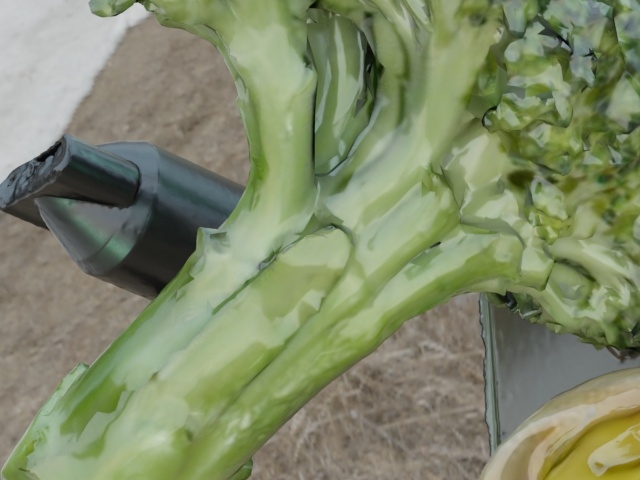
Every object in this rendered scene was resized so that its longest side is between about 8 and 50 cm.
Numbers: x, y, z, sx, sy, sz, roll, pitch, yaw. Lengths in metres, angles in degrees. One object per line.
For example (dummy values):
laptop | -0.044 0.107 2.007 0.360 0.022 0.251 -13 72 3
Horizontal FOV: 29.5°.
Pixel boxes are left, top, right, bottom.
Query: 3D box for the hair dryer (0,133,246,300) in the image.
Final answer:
hair dryer | -0.145 0.080 0.921 0.116 0.244 0.302 -4 68 54

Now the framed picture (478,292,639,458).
framed picture | 0.201 0.040 0.813 0.192 0.018 0.265 -4 85 19

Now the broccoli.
broccoli | 0.035 0.007 0.664 0.353 0.397 0.275 13 6 -5

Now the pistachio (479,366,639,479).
pistachio | 0.228 0.181 0.584 0.309 0.230 0.230 22 37 -17
